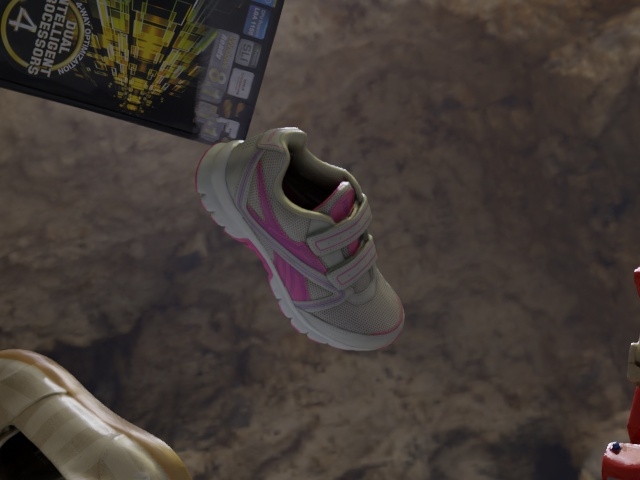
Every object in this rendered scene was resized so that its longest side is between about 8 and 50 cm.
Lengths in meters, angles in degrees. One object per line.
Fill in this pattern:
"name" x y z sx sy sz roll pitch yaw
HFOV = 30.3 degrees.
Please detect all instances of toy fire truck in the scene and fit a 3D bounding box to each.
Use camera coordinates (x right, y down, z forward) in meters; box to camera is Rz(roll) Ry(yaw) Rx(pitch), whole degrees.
"toy fire truck" 0.247 0.109 0.865 0.192 0.047 0.135 -45 -53 -48

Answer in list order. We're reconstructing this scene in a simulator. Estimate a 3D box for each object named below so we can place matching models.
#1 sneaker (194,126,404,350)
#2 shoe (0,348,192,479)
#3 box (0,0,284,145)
"sneaker" 0.000 0.000 1.090 0.252 0.111 0.103 48 -133 -16
"shoe" -0.158 0.119 0.681 0.058 0.219 0.077 -25 -63 -37
"box" -0.192 -0.328 1.321 0.318 0.097 0.395 15 -86 -22
